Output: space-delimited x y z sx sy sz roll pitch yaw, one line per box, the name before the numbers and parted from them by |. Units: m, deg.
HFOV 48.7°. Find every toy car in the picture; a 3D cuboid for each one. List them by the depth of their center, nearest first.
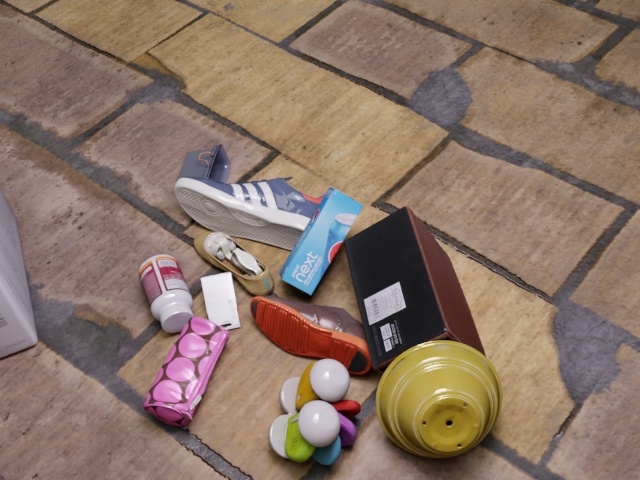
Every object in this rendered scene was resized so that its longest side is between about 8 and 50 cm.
toy car | 0.004 0.305 1.225 0.136 0.159 0.182 31 49 -18

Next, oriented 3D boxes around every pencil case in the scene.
pencil case | -0.240 0.240 1.312 0.098 0.095 0.209 -12 43 35

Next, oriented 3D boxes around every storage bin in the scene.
storage bin | -0.278 -0.159 1.648 0.091 0.098 0.135 -3 49 15

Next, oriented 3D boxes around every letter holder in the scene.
letter holder | 0.186 0.126 1.358 0.152 0.214 0.301 -30 45 20

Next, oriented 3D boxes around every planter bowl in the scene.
planter bowl | 0.203 0.281 1.160 0.217 0.217 0.090 -6 14 -1

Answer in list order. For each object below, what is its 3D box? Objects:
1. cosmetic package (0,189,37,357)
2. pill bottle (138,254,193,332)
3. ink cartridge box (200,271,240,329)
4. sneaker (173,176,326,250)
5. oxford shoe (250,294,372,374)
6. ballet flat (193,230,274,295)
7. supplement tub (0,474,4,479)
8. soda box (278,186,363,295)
cosmetic package | -0.786 0.024 1.367 0.327 0.329 0.393 -20 51 -12
pill bottle | -0.308 0.108 1.426 0.086 0.086 0.152 -20 52 -13
ink cartridge box | -0.201 0.127 1.433 0.063 0.029 0.115 -11 78 -6
sneaker | -0.143 -0.088 1.558 0.350 0.131 0.148 19 55 6
oxford shoe | -0.009 0.168 1.370 0.271 0.097 0.098 24 36 16
ballet flat | -0.183 0.029 1.492 0.232 0.073 0.080 33 59 27
supplement tub | -0.602 0.420 1.174 0.198 0.106 0.106 14 53 14
soda box | 0.000 0.000 1.429 0.071 0.067 0.210 30 92 -12
